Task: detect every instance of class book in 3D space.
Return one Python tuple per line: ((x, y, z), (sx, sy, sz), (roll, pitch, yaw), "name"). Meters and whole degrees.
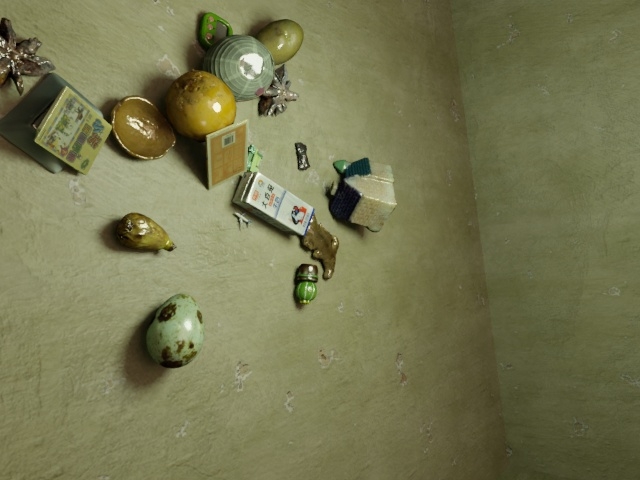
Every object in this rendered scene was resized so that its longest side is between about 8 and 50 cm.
((-0.318, -0.294, 1.596), (0.170, 0.241, 0.018), (-34, 66, -31), "book")
((-0.665, -0.292, 1.263), (0.192, 0.013, 0.167), (56, 53, -67), "book")

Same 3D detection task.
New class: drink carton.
((-0.177, -0.135, 1.795), (0.315, 0.107, 0.130), (30, 72, -39), "drink carton")

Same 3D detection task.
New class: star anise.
((-0.815, -0.488, 1.202), (0.197, 0.073, 0.212), (51, 48, -32), "star anise")
((-0.173, -0.599, 1.874), (0.236, 0.093, 0.229), (3, 101, -58), "star anise")

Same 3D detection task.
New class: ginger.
((-0.001, -0.002, 1.988), (0.166, 0.080, 0.333), (-47, 115, -27), "ginger")

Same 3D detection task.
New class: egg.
((-0.436, 0.272, 1.418), (0.169, 0.169, 0.231), (32, 52, -40), "egg")

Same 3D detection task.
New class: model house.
((0.172, -0.230, 2.126), (0.284, 0.243, 0.298), (16, 43, -19), "model house")

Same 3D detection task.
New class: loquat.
((-0.393, -0.439, 1.533), (0.235, 0.235, 0.234), (9, 77, -46), "loquat")

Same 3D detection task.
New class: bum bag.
((-0.075, -0.361, 1.998), (0.058, 0.034, 0.124), (-9, 90, -33), "bum bag")

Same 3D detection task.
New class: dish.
((-0.719, -0.332, 1.276), (0.182, 0.080, 0.243), (45, 55, -33), "dish")

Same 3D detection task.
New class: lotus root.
((-0.531, -0.014, 1.423), (0.191, 0.095, 0.108), (32, 83, -48), "lotus root")

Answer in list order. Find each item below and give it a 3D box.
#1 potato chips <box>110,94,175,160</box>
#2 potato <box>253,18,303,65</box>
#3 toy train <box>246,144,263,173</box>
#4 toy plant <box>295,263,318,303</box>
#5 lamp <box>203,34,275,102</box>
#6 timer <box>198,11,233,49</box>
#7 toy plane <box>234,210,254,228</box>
((-0.560, -0.347, 1.460), (0.208, 0.062, 0.195), (-4, 93, -48), "potato chips")
((-0.180, -0.782, 1.857), (0.251, 0.174, 0.159), (-40, 105, -25), "potato")
((-0.264, -0.304, 1.779), (0.081, 0.050, 0.122), (37, 58, -43), "toy train")
((-0.056, 0.178, 1.892), (0.093, 0.093, 0.162), (17, 75, -44), "toy plant")
((-0.291, -0.618, 1.674), (0.265, 0.233, 0.233), (-34, 110, -20), "lamp")
((-0.387, -0.760, 1.721), (0.128, 0.047, 0.140), (15, 73, -43), "timer")
((-0.288, -0.082, 1.735), (0.084, 0.024, 0.077), (29, 54, -33), "toy plane")
